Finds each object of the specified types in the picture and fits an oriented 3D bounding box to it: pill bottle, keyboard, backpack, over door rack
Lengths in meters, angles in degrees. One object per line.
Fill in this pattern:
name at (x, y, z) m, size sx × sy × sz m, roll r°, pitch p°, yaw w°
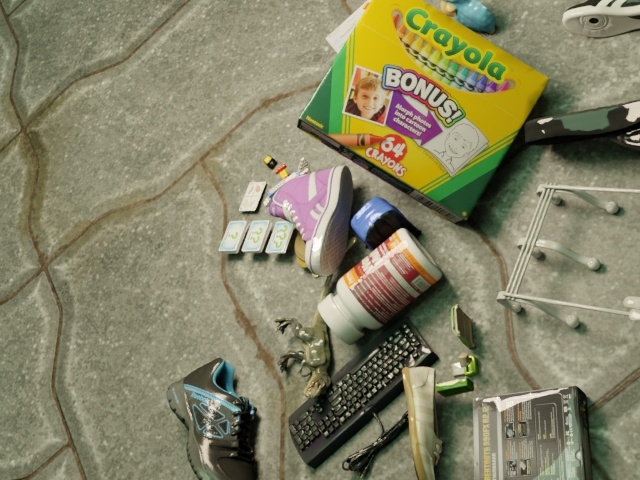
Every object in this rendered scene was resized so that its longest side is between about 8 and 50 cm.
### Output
pill bottle at (0.109, 0.089, 1.859) m, size 0.221 × 0.121 × 0.121 m, roll -40°, pitch 50°, yaw 9°
keyboard at (0.085, 0.301, 1.822) m, size 0.317 × 0.033 × 0.201 m, roll -44°, pitch 50°, yaw 8°
backpack at (0.113, -0.026, 1.918) m, size 0.098 × 0.120 × 0.101 m, roll -50°, pitch 50°, yaw 2°
over door rack at (0.462, 0.021, 1.650) m, size 0.324 × 0.108 × 0.239 m, roll 0°, pitch 64°, yaw 57°

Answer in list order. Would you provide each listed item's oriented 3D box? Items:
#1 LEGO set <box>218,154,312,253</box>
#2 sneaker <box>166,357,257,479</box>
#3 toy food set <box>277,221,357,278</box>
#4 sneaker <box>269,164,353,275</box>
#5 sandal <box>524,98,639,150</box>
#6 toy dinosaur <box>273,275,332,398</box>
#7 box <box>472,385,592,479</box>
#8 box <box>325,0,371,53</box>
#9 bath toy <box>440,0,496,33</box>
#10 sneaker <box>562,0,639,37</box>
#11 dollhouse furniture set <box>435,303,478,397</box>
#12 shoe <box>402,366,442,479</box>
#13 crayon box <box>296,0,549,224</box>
LEGO set at (-0.118, -0.087, 2.136) m, size 0.182 × 0.060 × 0.244 m, roll 0°, pitch 59°, yaw 37°
sneaker at (-0.183, 0.371, 1.905) m, size 0.139 × 0.125 × 0.341 m, roll -37°, pitch 53°, yaw 6°
toy food set at (0.000, 0.000, 2.041) m, size 0.132 × 0.038 × 0.192 m, roll -41°, pitch 41°, yaw 1°
sneaker at (-0.030, -0.030, 1.970) m, size 0.161 × 0.102 × 0.282 m, roll -7°, pitch 40°, yaw 17°
sandal at (0.568, -0.184, 1.700) m, size 0.446 × 0.167 × 0.107 m, roll -6°, pitch 88°, yaw 39°
toy dinosaur at (-0.029, 0.195, 1.940) m, size 0.118 × 0.064 × 0.268 m, roll -11°, pitch 57°, yaw 23°
box at (0.341, 0.360, 1.602) m, size 0.183 × 0.056 × 0.231 m, roll -14°, pitch 59°, yaw 29°
box at (0.112, -0.437, 2.192) m, size 0.145 × 0.038 × 0.186 m, roll -41°, pitch 51°, yaw 8°
bath toy at (0.225, -0.337, 2.004) m, size 0.151 × 0.129 × 0.348 m, roll 14°, pitch 75°, yaw 38°
sneaker at (0.571, -0.458, 1.877) m, size 0.217 × 0.079 × 0.121 m, roll -1°, pitch 62°, yaw 25°
dollhouse furniture set at (0.234, 0.196, 1.748) m, size 0.058 × 0.076 × 0.151 m, roll -15°, pitch 59°, yaw 26°
shoe at (0.181, 0.322, 1.708) m, size 0.058 × 0.076 × 0.219 m, roll -7°, pitch 71°, yaw 5°
crayon box at (0.190, -0.258, 1.867) m, size 0.363 × 0.106 × 0.313 m, roll 31°, pitch 85°, yaw -2°
